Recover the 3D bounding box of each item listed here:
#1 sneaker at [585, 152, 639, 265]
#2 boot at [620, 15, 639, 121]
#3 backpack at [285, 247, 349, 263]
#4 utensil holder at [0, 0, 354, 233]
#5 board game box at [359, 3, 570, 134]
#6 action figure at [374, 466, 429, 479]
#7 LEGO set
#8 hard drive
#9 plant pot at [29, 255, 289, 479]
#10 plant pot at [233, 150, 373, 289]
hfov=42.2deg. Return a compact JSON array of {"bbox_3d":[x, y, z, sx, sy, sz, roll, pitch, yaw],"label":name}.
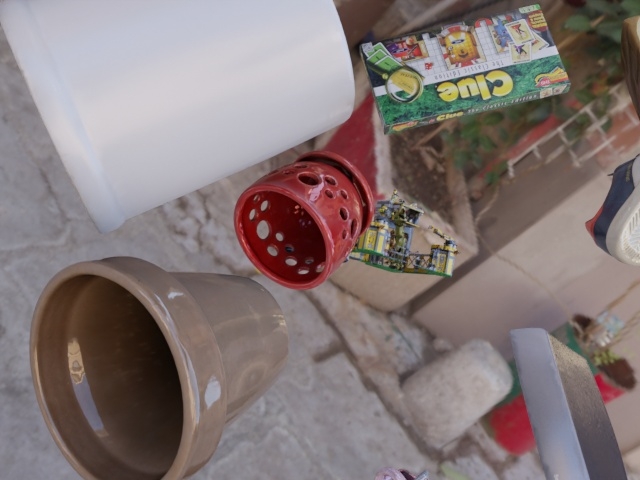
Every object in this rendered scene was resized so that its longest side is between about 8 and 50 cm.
[{"bbox_3d":[0.574,-0.123,1.386,0.131,0.350,0.148,41,2,-20],"label":"sneaker"},{"bbox_3d":[0.336,-0.065,0.541,0.095,0.203,0.262,53,22,-64],"label":"boot"},{"bbox_3d":[0.000,0.000,1.522,0.114,0.105,0.084,24,69,-48],"label":"backpack"},{"bbox_3d":[-0.191,-0.234,1.141,0.327,0.385,0.327,60,-12,22],"label":"utensil holder"},{"bbox_3d":[0.195,-0.235,1.135,0.030,0.259,0.136,86,-10,-72],"label":"board game box"},{"bbox_3d":[0.038,0.520,1.306,0.276,0.370,0.248,37,32,-62],"label":"action figure"},{"bbox_3d":[0.166,-0.040,1.933,0.331,0.255,0.192,15,81,-28],"label":"LEGO set"},{"bbox_3d":[0.329,0.243,1.079,0.172,0.054,0.255,32,39,-41],"label":"hard drive"},{"bbox_3d":[-0.163,0.134,0.953,0.229,0.263,0.263,-14,66,-53],"label":"plant pot"},{"bbox_3d":[-0.016,-0.040,1.346,0.191,0.191,0.174,50,46,1],"label":"plant pot"}]
